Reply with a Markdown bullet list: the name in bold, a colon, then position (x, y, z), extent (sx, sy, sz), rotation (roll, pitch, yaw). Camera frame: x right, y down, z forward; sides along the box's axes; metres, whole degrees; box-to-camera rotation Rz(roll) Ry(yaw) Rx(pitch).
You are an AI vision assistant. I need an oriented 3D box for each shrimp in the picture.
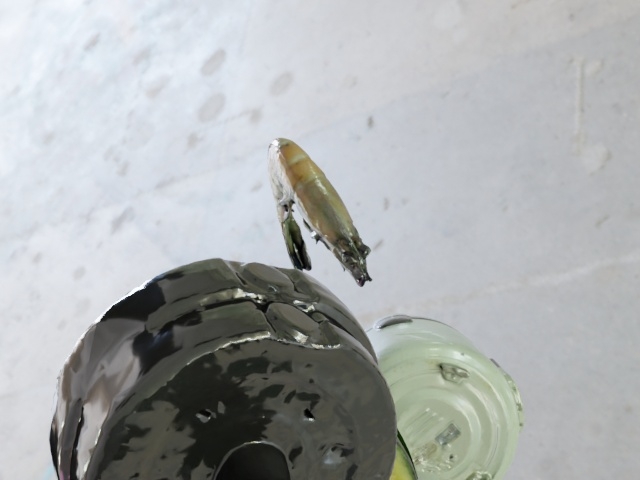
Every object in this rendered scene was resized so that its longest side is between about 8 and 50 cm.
- **shrimp**: position (0.000, 0.000, 1.293), extent (0.051, 0.198, 0.262), rotation (-24, 52, -17)

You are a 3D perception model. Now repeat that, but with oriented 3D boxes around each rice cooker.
- **rice cooker**: position (0.121, 0.207, 1.276), extent (0.226, 0.226, 0.244), rotation (-50, 7, -1)

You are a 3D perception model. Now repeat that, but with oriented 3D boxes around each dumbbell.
- **dumbbell**: position (-0.008, 0.146, 0.465), extent (0.185, 0.185, 0.388), rotation (-47, 35, 3)

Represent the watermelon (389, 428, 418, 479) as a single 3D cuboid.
- **watermelon**: position (0.019, 0.230, 0.994), extent (0.129, 0.301, 0.123), rotation (-17, 38, -20)
